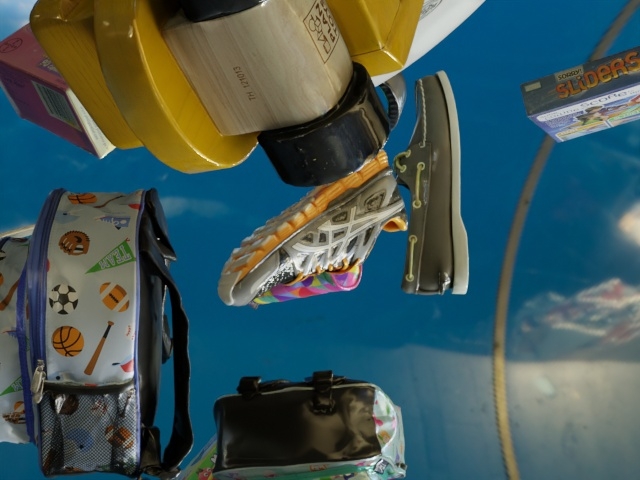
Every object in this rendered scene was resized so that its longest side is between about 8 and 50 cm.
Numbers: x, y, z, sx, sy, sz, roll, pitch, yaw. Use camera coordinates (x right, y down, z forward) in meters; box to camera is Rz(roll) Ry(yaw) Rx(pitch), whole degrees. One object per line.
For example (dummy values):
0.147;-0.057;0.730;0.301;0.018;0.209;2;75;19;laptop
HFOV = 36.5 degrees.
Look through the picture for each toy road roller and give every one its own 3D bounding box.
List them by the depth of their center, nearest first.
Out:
-0.069;-0.196;0.751;0.202;0.241;0.329;61;-144;-36;toy road roller

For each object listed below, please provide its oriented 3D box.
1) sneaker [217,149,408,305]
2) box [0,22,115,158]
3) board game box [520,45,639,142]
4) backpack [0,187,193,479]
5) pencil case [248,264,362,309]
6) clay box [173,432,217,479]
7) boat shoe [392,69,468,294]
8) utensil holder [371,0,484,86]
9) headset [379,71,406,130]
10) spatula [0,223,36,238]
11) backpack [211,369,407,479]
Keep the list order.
0.000;0.000;0.884;0.215;0.084;0.083;-37;-78;-24;sneaker
-0.300;-0.257;1.359;0.214;0.117;0.243;27;-122;38;box
0.305;-0.148;0.921;0.136;0.201;0.035;12;-115;-64;board game box
-0.236;0.077;0.984;0.213;0.263;0.276;5;-157;-14;backpack
-0.039;0.057;1.724;0.104;0.236;0.104;17;-113;-47;pencil case
-0.142;0.317;1.467;0.053;0.222;0.127;42;173;-3;clay box
0.144;-0.077;1.309;0.109;0.091;0.304;29;-122;-86;boat shoe
0.008;-0.401;1.100;0.385;0.327;0.328;52;-146;6;utensil holder
-0.028;-0.309;1.520;0.394;0.243;0.185;38;-122;-33;headset
-0.381;0.033;1.129;0.019;0.168;0.242;50;-145;15;spatula
-0.002;0.269;1.235;0.253;0.225;0.191;37;-134;-72;backpack
